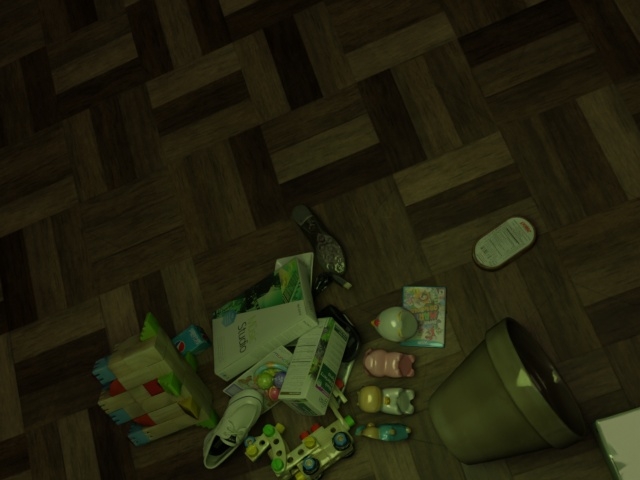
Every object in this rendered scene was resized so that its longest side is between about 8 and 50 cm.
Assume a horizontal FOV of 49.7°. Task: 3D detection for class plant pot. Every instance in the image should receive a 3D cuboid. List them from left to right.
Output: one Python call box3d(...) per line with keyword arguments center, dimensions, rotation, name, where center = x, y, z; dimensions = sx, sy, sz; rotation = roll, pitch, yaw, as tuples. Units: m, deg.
box3d(center=(0.430, 0.395, 1.671), dimensions=(0.280, 0.323, 0.323), rotation=(-38, 67, 21), name="plant pot")

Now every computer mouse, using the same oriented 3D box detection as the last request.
box3d(center=(0.053, 0.208, 1.922), dimensions=(0.262, 0.060, 0.184), rotation=(38, 99, 38), name="computer mouse")

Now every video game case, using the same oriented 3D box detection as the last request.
box3d(center=(0.013, 0.361, 1.925), dimensions=(0.143, 0.019, 0.157), rotation=(16, 80, 20), name="video game case")
box3d(center=(0.283, 0.209, 1.896), dimensions=(0.119, 0.015, 0.166), rotation=(0, 75, 16), name="video game case")

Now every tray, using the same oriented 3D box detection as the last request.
box3d(center=(-0.076, 0.173, 1.972), dimensions=(0.145, 0.030, 0.270), rotation=(-13, 64, 38), name="tray")

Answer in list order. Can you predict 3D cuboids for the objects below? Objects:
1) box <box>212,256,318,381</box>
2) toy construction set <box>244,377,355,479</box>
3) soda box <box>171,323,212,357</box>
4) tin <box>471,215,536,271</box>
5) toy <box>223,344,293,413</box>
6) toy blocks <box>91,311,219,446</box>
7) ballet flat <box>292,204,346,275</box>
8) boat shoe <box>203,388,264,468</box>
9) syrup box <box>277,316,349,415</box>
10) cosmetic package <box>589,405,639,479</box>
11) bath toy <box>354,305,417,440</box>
box3d(center=(-0.162, 0.215, 1.909), dimensions=(0.322, 0.058, 0.232), rotation=(-33, 39, 16), name="box")
box3d(center=(-0.036, 0.512, 1.835), dimensions=(0.328, 0.151, 0.215), rotation=(-43, 53, 0), name="toy construction set")
box3d(center=(-0.427, 0.338, 2.026), dimensions=(0.210, 0.071, 0.067), rotation=(-36, 69, 3), name="soda box")
box3d(center=(0.501, 0.009, 1.883), dimensions=(0.190, 0.040, 0.106), rotation=(-35, 72, 3), name="tin")
box3d(center=(-0.139, 0.396, 1.862), dimensions=(0.237, 0.137, 0.056), rotation=(-38, 23, 26), name="toy")
box3d(center=(-0.486, 0.410, 1.910), dimensions=(0.261, 0.381, 0.190), rotation=(-23, 29, 11), name="toy blocks")
box3d(center=(0.000, 0.000, 2.020), dimensions=(0.084, 0.058, 0.249), rotation=(-38, 73, 6), name="ballet flat")
box3d(center=(-0.240, 0.511, 1.857), dimensions=(0.096, 0.088, 0.267), rotation=(33, 114, -18), name="boat shoe")
box3d(center=(-0.015, 0.324, 1.782), dimensions=(0.096, 0.093, 0.236), rotation=(-10, 46, 37), name="syrup box")
box3d(center=(0.851, 0.461, 1.590), dimensions=(0.385, 0.156, 0.217), rotation=(-20, 70, 11), name="cosmetic package")
box3d(center=(0.168, 0.345, 1.828), dimensions=(0.129, 0.151, 0.348), rotation=(-7, 71, 48), name="bath toy")
